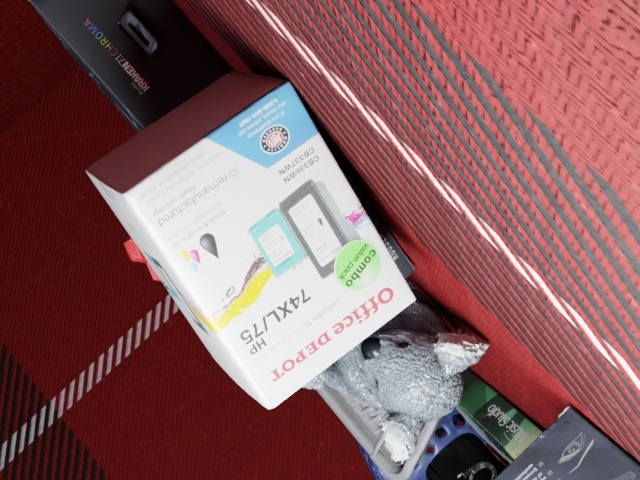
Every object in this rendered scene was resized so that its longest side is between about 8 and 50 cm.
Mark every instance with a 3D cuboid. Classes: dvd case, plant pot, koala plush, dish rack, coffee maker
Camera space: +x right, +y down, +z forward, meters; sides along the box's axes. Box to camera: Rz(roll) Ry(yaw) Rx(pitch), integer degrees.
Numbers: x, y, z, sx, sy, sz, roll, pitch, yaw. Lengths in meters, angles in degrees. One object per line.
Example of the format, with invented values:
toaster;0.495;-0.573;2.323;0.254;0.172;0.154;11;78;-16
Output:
dvd case;0.004;-0.064;1.402;0.238;0.029;0.179;43;173;47
plant pot;0.168;0.358;2.366;0.212;0.236;0.236;55;177;-6
koala plush;0.102;0.148;1.406;0.203;0.196;0.221;37;180;-23
dish rack;0.109;0.246;2.167;0.333;0.072;0.286;48;138;29
coffee maker;0.237;0.356;1.731;0.178;0.120;0.171;-143;34;-68

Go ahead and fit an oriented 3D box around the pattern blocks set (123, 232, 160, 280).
pattern blocks set;-0.098;-0.009;1.451;0.026;0.285;0.325;-12;140;36

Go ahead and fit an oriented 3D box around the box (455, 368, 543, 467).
box;0.306;0.317;1.653;0.232;0.058;0.322;49;175;-20

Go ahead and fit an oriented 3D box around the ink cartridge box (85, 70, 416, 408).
ink cartridge box;-0.074;-0.007;1.231;0.270;0.198;0.197;58;167;-21

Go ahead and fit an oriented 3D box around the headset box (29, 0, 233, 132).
headset box;-0.230;-0.234;1.527;0.246;0.131;0.283;48;176;1

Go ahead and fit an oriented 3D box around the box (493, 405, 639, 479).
box;0.249;0.274;1.135;0.093;0.156;0.158;50;175;-39
